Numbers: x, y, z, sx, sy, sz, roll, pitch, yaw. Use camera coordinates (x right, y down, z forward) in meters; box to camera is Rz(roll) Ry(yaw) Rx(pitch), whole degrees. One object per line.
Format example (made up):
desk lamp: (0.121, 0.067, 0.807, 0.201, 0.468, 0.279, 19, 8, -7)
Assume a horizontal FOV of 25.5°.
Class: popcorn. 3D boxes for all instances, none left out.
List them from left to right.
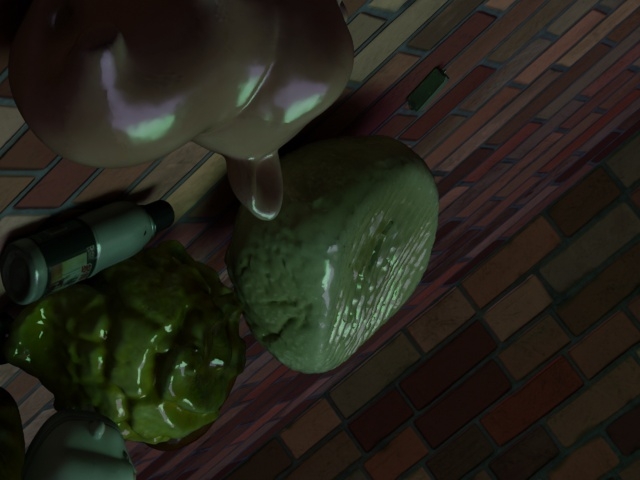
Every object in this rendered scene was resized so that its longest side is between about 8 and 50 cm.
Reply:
popcorn: (-0.230, 0.124, 1.841, 0.237, 0.293, 0.293, -1, -178, 27)

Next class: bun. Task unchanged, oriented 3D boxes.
bun: (0.000, 0.000, 1.980, 0.352, 0.227, 0.349, 9, 109, -63)

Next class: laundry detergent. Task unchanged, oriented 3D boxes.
laundry detergent: (-0.273, 0.002, 1.704, 0.226, 0.070, 0.099, -26, 154, -38)

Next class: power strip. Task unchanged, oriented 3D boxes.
power strip: (0.159, -0.221, 2.066, 0.083, 0.027, 0.017, -46, 165, 32)

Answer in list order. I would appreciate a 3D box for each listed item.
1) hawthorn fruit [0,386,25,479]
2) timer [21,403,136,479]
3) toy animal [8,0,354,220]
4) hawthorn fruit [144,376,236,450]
hawthorn fruit: (-0.501, 0.251, 1.602, 0.301, 0.267, 0.268, -30, 168, 21)
timer: (-0.321, 0.358, 1.727, 0.291, 0.291, 0.315, 10, 100, -70)
toy animal: (-0.119, -0.164, 1.284, 0.326, 0.237, 0.269, -26, 154, -18)
hawthorn fruit: (-0.232, 0.208, 2.239, 0.248, 0.208, 0.208, -45, 175, -42)
